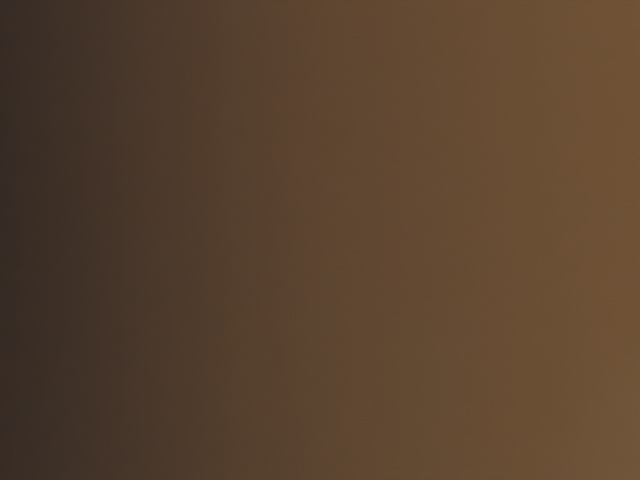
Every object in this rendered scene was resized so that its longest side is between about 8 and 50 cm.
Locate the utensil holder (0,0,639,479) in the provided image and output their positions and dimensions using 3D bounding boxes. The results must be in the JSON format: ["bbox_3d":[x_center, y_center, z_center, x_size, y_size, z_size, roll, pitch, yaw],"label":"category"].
[{"bbox_3d":[0.000,0.000,0.485,0.327,0.328,0.385,33,48,-56],"label":"utensil holder"}]
